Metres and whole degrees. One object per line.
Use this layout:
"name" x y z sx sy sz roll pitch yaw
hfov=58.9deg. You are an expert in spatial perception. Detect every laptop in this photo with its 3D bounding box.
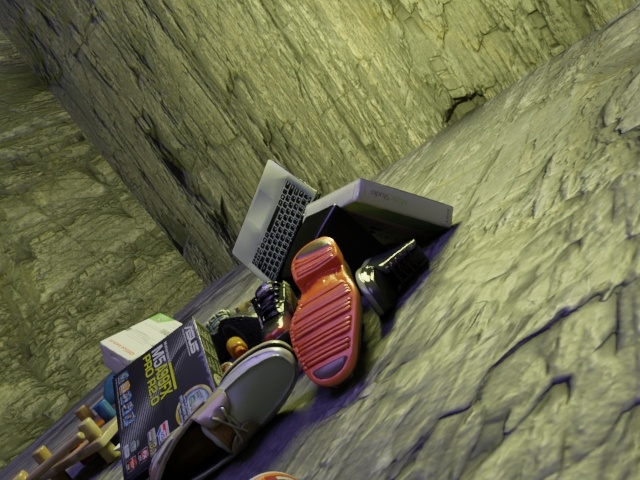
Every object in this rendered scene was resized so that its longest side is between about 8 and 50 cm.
"laptop" -0.179 -0.013 1.793 0.236 0.408 0.382 -1 -58 -51

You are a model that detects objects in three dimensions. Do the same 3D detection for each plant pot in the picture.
"plant pot" 0.022 0.053 1.270 0.167 0.188 0.187 -53 13 -20

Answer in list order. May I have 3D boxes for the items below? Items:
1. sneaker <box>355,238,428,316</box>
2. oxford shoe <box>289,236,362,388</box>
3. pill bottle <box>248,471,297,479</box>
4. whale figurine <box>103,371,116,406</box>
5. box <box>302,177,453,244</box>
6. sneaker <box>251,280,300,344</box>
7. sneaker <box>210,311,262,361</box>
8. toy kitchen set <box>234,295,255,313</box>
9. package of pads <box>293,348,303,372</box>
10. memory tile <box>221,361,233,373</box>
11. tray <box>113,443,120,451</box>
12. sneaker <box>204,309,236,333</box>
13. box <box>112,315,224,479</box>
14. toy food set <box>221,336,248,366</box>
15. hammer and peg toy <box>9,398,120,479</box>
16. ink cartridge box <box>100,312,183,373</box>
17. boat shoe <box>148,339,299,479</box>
"sneaker" 0.137 0.056 1.048 0.118 0.083 0.222 -31 11 15
"oxford shoe" 0.032 0.132 0.989 0.130 0.133 0.364 -28 28 14
"pill bottle" -0.028 0.270 0.505 0.086 0.086 0.152 -40 8 -19
"whale figurine" -0.532 0.414 1.721 0.272 0.141 0.216 -37 7 -21
"box" 0.121 -0.057 1.318 0.322 0.232 0.058 165 118 -67
"sneaker" -0.103 0.166 1.287 0.097 0.135 0.276 -34 9 8
"sneaker" -0.216 0.237 1.514 0.286 0.109 0.130 -27 7 45
"toy kitchen set" -0.193 0.211 1.637 0.075 0.083 0.068 -28 2 -27
"package of pads" -0.055 0.231 1.065 0.050 0.032 0.083 -37 7 -16
"memory tile" -0.176 0.292 1.094 0.148 0.012 0.113 0 49 49
"tray" -0.370 0.424 1.348 0.270 0.030 0.145 -33 10 30
"sneaker" -0.356 0.331 1.671 0.297 0.111 0.129 -37 -10 -19
"box" -0.286 0.304 1.086 0.216 0.060 0.270 -37 39 2
"toy food set" -0.252 0.301 1.203 0.232 0.111 0.104 -23 6 -16
"hammer and peg toy" -0.598 0.521 1.445 0.266 0.127 0.361 -33 9 19
"ink cartridge box" -0.514 0.318 1.687 0.160 0.093 0.219 17 29 36
"boat shoe" -0.146 0.288 0.887 0.302 0.113 0.103 -47 8 5
